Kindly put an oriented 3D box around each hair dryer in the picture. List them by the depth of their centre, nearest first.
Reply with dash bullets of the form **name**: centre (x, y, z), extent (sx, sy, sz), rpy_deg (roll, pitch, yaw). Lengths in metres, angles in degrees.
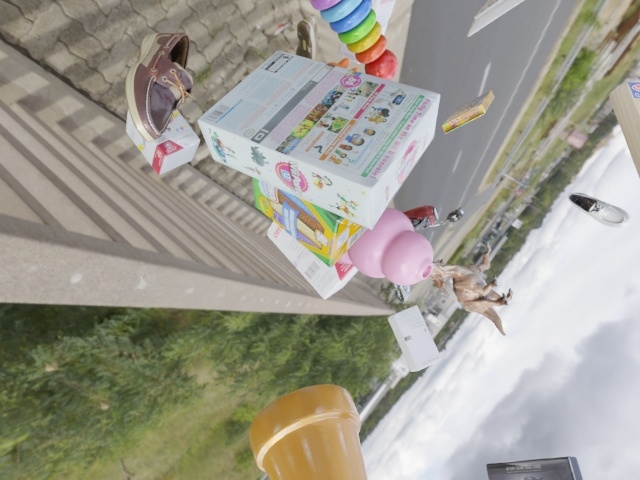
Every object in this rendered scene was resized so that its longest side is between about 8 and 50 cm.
- **hair dryer**: centre (0.309, -0.072, 1.400), extent (0.223, 0.080, 0.293), rpy_deg (-11, 178, -23)

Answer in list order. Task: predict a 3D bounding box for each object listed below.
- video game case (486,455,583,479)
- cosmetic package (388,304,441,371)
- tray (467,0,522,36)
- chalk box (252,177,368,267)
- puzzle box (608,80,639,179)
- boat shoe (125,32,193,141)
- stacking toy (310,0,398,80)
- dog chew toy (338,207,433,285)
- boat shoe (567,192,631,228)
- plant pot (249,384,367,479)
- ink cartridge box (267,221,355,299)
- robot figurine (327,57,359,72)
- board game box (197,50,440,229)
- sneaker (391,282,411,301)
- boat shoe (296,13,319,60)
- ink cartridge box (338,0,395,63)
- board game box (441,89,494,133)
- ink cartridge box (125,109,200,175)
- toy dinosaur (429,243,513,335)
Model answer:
- **video game case**: centre (0.381, 0.522, 0.700), extent (0.196, 0.026, 0.275), rpy_deg (130, -35, -51)
- **cosmetic package**: centre (0.374, 0.390, 1.674), extent (0.117, 0.231, 0.085), rpy_deg (-19, 164, -17)
- **tray**: centre (0.464, -0.582, 0.960), extent (0.145, 0.030, 0.270), rpy_deg (-51, -162, -24)
- **chalk box**: centre (-0.023, -0.124, 0.859), extent (0.180, 0.289, 0.179), rpy_deg (-43, 162, -26)
- **puzzle box**: centre (0.882, -0.230, 0.954), extent (0.408, 0.272, 0.052), rpy_deg (-3, 161, -12)
- **boat shoe**: centre (-0.373, -0.388, 1.018), extent (0.123, 0.123, 0.342), rpy_deg (70, 14, -56)
- **stacking toy**: centre (0.098, -0.535, 1.048), extent (0.141, 0.141, 0.330), rpy_deg (-52, 130, -4)
- **dog chew toy**: centre (0.137, -0.003, 1.042), extent (0.206, 0.331, 0.207), rpy_deg (-23, 130, -30)
- **boat shoe**: centre (0.839, -0.097, 1.270), extent (0.063, 0.184, 0.066), rpy_deg (6, 123, -35)
- **plant pot**: centre (-0.005, 0.393, 0.730), extent (0.205, 0.188, 0.205), rpy_deg (-13, 132, -15)
- **ink cartridge box**: centre (0.000, 0.000, 1.372), extent (0.131, 0.306, 0.226), rpy_deg (-24, 157, -50)
- **robot figurine**: centre (0.027, -0.466, 1.320), extent (0.219, 0.128, 0.158), rpy_deg (-54, 148, -5)
- **board game box**: centre (0.000, -0.176, 0.668), extent (0.224, 0.303, 0.098), rpy_deg (-53, 155, -27)
- **sneaker**: centre (0.289, 0.149, 1.494), extent (0.058, 0.052, 0.135), rpy_deg (-27, 112, -31)
- **boat shoe**: centre (-0.030, -0.606, 1.295), extent (0.072, 0.068, 0.190), rpy_deg (-51, 173, -18)
- **ink cartridge box**: centre (0.159, -0.726, 1.399), extent (0.160, 0.092, 0.220), rpy_deg (-44, 160, -45)
- **board game box**: centre (0.460, -0.400, 1.302), extent (0.124, 0.039, 0.259), rpy_deg (-23, -163, 37)
- **ink cartridge box**: centre (-0.475, -0.316, 1.256), extent (0.128, 0.176, 0.127), rpy_deg (-38, -179, -33)
- **toy dinosaur**: centre (0.425, 0.143, 1.214), extent (0.200, 0.296, 0.127), rpy_deg (-25, -166, 33)
